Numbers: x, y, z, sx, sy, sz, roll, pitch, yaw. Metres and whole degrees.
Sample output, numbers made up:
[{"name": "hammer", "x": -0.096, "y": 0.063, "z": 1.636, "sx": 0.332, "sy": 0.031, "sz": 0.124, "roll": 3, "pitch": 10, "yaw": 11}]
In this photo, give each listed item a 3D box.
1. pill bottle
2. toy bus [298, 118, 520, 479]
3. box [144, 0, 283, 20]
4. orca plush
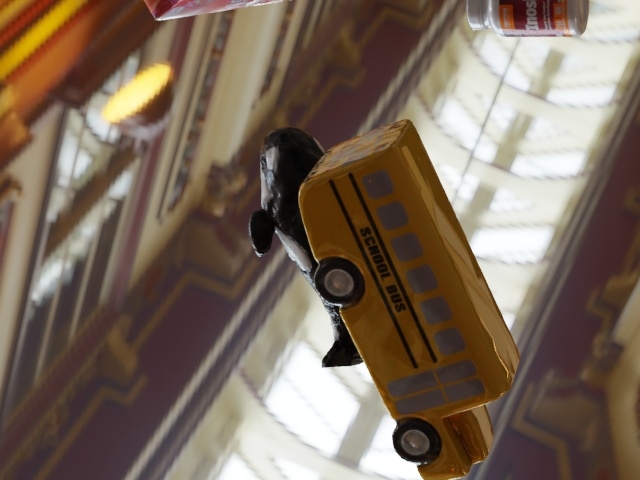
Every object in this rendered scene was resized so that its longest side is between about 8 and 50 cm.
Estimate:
[{"name": "pill bottle", "x": 0.278, "y": -0.315, "z": 2.300, "sx": 0.152, "sy": 0.086, "sz": 0.086, "roll": 2, "pitch": -149, "yaw": 22}, {"name": "toy bus", "x": 0.091, "y": 0.063, "z": 1.644, "sx": 0.130, "sy": 0.333, "sz": 0.108, "roll": -20, "pitch": -164, "yaw": 22}, {"name": "box", "x": -0.068, "y": -0.301, "z": 1.621, "sx": 0.257, "sy": 0.122, "sz": 0.128, "roll": -19, "pitch": -100, "yaw": -53}, {"name": "orca plush", "x": 0.000, "y": 0.000, "z": 1.936, "sx": 0.151, "sy": 0.102, "sz": 0.287, "roll": -2, "pitch": -101, "yaw": -11}]
